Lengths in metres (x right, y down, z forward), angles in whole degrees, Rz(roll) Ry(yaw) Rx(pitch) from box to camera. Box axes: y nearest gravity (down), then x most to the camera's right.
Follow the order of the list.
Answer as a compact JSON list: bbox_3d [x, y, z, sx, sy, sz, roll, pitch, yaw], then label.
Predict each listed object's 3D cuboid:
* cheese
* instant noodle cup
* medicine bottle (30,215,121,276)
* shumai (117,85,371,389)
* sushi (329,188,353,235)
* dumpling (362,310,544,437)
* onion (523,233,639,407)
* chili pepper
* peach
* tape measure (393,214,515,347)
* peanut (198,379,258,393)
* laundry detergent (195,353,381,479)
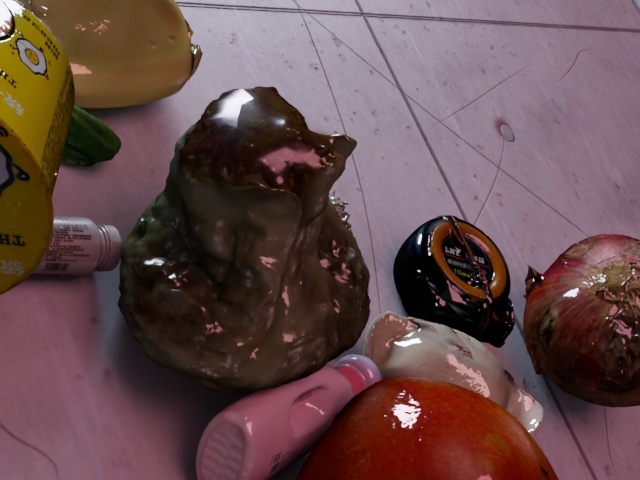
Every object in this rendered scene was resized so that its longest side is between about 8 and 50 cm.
[{"bbox_3d":[-0.317,-0.308,1.527,0.316,0.128,0.259,-6,75,-39],"label":"cheese"},{"bbox_3d":[-0.429,-0.127,1.164,0.326,0.325,0.254,35,35,-21],"label":"instant noodle cup"},{"bbox_3d":[-0.331,0.008,1.320,0.140,0.079,0.079,3,62,-43],"label":"medicine bottle"},{"bbox_3d":[-0.079,-0.027,1.340,0.324,0.323,0.397,25,34,17],"label":"shumai"},{"bbox_3d":[0.003,-0.001,1.630,0.097,0.103,0.226,15,61,-35],"label":"sushi"},{"bbox_3d":[0.176,0.255,1.606,0.318,0.187,0.242,29,84,-10],"label":"dumpling"},{"bbox_3d":[0.536,0.140,1.887,0.354,0.354,0.353,24,49,-30],"label":"onion"},{"bbox_3d":[-0.382,-0.162,1.384,0.257,0.100,0.074,26,46,-33],"label":"chili pepper"},{"bbox_3d":[0.134,0.359,1.308,0.388,0.388,0.388,24,49,-30],"label":"peach"},{"bbox_3d":[0.227,0.068,1.776,0.202,0.135,0.222,15,50,-24],"label":"tape measure"},{"bbox_3d":[-0.096,0.169,1.433,0.194,0.083,0.093,5,25,-47],"label":"peanut"},{"bbox_3d":[-0.030,0.236,1.403,0.088,0.159,0.335,34,29,23],"label":"laundry detergent"}]
